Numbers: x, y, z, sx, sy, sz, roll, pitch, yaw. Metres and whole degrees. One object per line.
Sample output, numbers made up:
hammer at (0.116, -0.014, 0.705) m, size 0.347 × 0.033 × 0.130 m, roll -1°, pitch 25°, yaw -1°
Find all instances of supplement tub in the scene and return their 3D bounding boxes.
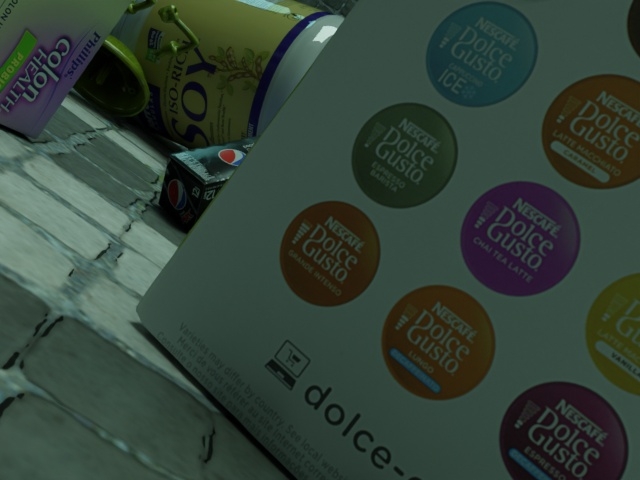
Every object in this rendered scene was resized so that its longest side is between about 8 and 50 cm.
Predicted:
supplement tub at (-0.126, -0.232, 1.055) m, size 0.332 × 0.240 × 0.241 m, roll 25°, pitch 1°, yaw 21°

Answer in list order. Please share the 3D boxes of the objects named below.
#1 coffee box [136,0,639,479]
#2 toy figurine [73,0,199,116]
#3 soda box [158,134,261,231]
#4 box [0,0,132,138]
coffee box at (0.172, 0.026, 0.474) m, size 0.338 × 0.334 × 0.338 m, roll 39°, pitch 6°, yaw 20°
toy figurine at (-0.315, -0.348, 0.928) m, size 0.363 × 0.191 × 0.217 m, roll 40°, pitch 26°, yaw -29°
soda box at (-0.067, -0.060, 0.725) m, size 0.169 × 0.060 × 0.053 m, roll -19°, pitch 50°, yaw -44°
box at (-0.246, -0.218, 0.503) m, size 0.117 × 0.213 × 0.243 m, roll 39°, pitch 6°, yaw 29°
